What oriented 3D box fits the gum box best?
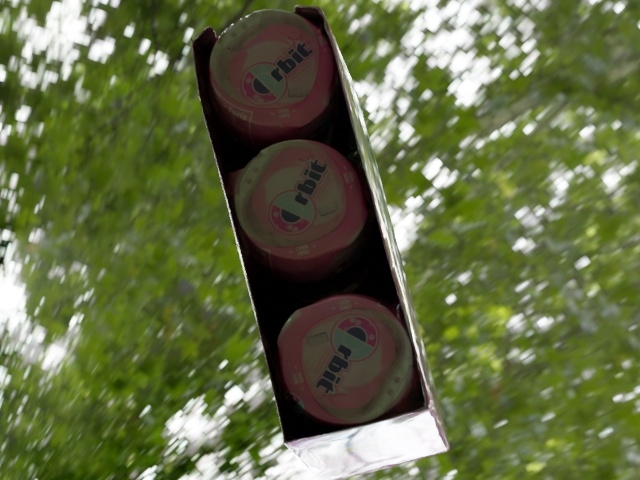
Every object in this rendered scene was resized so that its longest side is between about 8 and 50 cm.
[{"bbox_3d":[0.000,0.000,0.783,0.062,0.107,0.188,-15,-108,4],"label":"gum box"}]
